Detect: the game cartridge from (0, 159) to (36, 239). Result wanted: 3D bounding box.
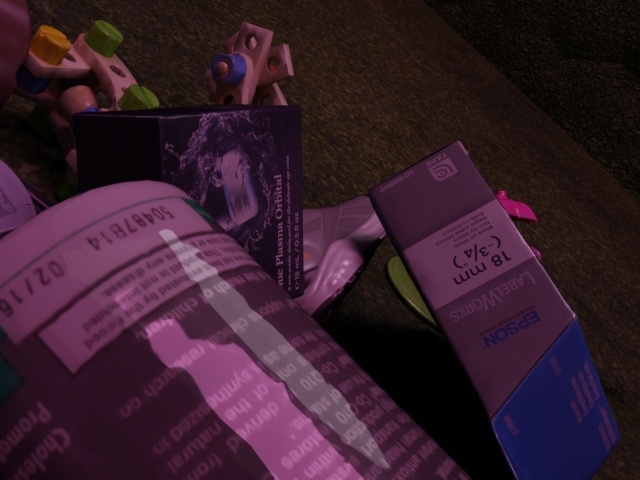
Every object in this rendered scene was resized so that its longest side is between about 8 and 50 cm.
[{"bbox_3d":[-0.250,-0.033,0.692,0.056,0.017,0.083,-24,63,-35],"label":"game cartridge"}]

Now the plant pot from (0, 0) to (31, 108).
[{"bbox_3d":[-0.320,-0.164,0.689,0.165,0.167,0.167,21,28,-50],"label":"plant pot"}]

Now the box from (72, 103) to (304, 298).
[{"bbox_3d":[-0.093,-0.022,0.698,0.093,0.156,0.158,7,13,36],"label":"box"}]

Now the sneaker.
[{"bbox_3d":[0.000,0.000,0.916,0.108,0.100,0.271,34,23,4],"label":"sneaker"}]

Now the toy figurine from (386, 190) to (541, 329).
[{"bbox_3d":[0.187,0.027,1.053,0.173,0.159,0.130,50,26,23],"label":"toy figurine"}]

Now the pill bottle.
[{"bbox_3d":[-0.027,0.157,0.457,0.361,0.204,0.204,44,24,14],"label":"pill bottle"}]

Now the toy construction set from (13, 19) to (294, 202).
[{"bbox_3d":[-0.142,-0.112,0.870,0.215,0.151,0.328,48,36,20],"label":"toy construction set"}]

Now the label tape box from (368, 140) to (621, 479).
[{"bbox_3d":[0.178,0.108,0.822,0.240,0.106,0.333,55,8,-48],"label":"label tape box"}]

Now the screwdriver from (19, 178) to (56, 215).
[{"bbox_3d":[-0.178,0.010,0.734,0.170,0.024,0.025,38,52,-6],"label":"screwdriver"}]
